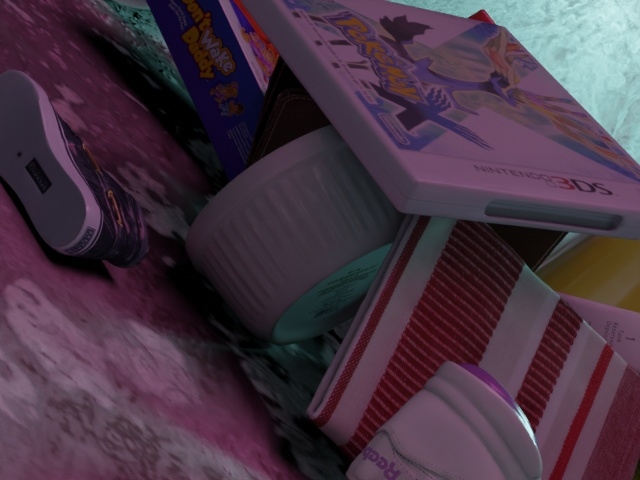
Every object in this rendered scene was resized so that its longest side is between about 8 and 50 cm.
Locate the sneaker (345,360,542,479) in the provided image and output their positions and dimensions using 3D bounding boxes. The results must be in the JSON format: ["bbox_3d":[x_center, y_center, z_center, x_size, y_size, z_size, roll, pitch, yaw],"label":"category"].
[{"bbox_3d":[0.119,0.236,1.103,0.305,0.152,0.114,60,-16,-24],"label":"sneaker"}]

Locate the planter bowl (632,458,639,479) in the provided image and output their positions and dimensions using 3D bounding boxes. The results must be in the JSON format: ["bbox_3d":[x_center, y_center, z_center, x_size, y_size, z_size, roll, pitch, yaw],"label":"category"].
[{"bbox_3d":[0.329,0.288,1.537,0.217,0.090,0.217,40,14,-12],"label":"planter bowl"}]

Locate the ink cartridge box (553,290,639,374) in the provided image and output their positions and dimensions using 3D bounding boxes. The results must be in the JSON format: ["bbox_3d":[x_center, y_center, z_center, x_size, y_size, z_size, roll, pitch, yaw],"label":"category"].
[{"bbox_3d":[0.319,0.154,1.472,0.261,0.066,0.296,16,-19,3],"label":"ink cartridge box"}]

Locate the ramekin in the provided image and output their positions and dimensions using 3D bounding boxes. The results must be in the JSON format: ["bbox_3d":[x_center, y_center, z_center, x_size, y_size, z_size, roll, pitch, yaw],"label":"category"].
[{"bbox_3d":[0.000,0.000,1.257,0.109,0.207,0.207,57,18,17],"label":"ramekin"}]

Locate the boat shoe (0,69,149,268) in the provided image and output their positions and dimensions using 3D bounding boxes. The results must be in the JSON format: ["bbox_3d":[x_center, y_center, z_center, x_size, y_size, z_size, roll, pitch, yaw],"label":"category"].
[{"bbox_3d":[-0.200,-0.051,1.144,0.083,0.065,0.183,27,26,-55],"label":"boat shoe"}]

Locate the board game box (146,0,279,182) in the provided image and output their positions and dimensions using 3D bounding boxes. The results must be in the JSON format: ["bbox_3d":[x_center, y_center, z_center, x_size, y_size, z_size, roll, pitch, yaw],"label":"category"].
[{"bbox_3d":[-0.072,-0.182,1.643,0.347,0.078,0.233,64,18,12],"label":"board game box"}]

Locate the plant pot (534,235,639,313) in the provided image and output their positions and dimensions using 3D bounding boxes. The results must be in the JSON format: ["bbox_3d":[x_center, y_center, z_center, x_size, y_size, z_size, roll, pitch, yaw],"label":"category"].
[{"bbox_3d":[0.325,0.082,1.789,0.254,0.239,0.254,46,10,-10],"label":"plant pot"}]

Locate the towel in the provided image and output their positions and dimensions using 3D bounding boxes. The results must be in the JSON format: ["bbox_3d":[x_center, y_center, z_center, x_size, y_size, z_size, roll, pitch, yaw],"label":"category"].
[{"bbox_3d":[0.144,0.139,1.213,0.329,0.237,0.037,42,-30,-27],"label":"towel"}]

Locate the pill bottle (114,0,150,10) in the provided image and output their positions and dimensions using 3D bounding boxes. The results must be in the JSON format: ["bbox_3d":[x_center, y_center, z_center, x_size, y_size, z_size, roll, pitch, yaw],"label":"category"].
[{"bbox_3d":[-0.167,-0.395,1.950,0.204,0.204,0.361,45,14,9],"label":"pill bottle"}]

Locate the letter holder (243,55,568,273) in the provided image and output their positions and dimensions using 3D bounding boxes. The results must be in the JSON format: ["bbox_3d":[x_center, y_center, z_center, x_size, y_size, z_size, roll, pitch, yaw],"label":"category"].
[{"bbox_3d":[0.099,-0.102,1.406,0.301,0.214,0.152,17,60,-7],"label":"letter holder"}]

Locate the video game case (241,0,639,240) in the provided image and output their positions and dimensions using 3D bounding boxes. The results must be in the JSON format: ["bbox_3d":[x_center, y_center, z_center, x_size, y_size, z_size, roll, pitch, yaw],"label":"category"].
[{"bbox_3d":[0.120,-0.117,1.275,0.299,0.036,0.329,6,33,-34],"label":"video game case"}]

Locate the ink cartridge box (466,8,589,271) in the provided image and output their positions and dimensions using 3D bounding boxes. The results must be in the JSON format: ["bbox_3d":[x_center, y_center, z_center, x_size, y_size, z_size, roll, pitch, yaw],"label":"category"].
[{"bbox_3d":[0.183,-0.093,1.685,0.273,0.197,0.114,55,-9,15],"label":"ink cartridge box"}]
